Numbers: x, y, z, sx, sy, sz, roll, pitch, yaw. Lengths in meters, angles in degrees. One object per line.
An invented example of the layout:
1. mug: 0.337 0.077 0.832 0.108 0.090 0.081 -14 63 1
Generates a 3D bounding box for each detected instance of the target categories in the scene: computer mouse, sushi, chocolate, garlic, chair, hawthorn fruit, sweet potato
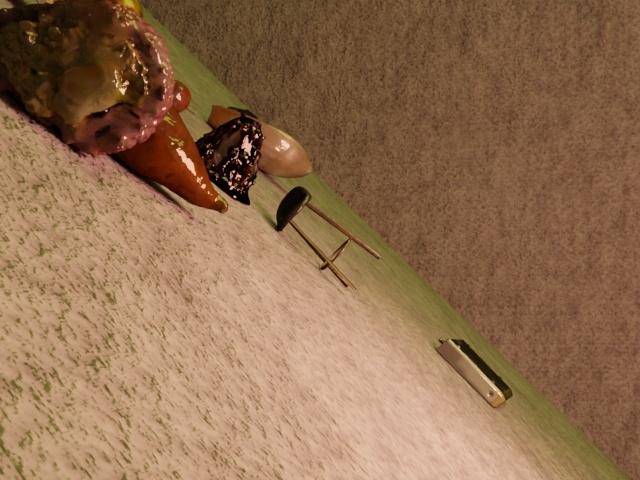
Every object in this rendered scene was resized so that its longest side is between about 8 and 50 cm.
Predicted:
1. computer mouse: -0.222 -0.310 2.126 0.126 0.071 0.231 58 20 8
2. sushi: -0.270 -0.205 0.813 0.241 0.161 0.107 42 8 -18
3. chocolate: -0.154 -0.166 1.366 0.156 0.133 0.156 41 9 -8
4. garlic: -0.160 -0.258 1.968 0.318 0.112 0.143 35 -15 -8
5. chair: 0.000 0.000 1.415 0.221 0.104 0.095 45 24 0
6. hawthorn fruit: -0.312 -0.308 1.641 0.067 0.067 0.103 48 -3 37
7. sweet potato: -0.245 -0.163 0.942 0.359 0.112 0.112 45 6 -13

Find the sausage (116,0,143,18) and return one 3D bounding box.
1. sausage: -0.559 -0.628 1.904 0.347 0.123 0.123 47 8 33

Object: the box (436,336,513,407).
1. box: 0.381 0.316 1.813 0.211 0.045 0.270 47 8 20

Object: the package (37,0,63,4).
1. package: -0.486 -0.451 1.294 0.239 0.030 0.154 64 12 -12
